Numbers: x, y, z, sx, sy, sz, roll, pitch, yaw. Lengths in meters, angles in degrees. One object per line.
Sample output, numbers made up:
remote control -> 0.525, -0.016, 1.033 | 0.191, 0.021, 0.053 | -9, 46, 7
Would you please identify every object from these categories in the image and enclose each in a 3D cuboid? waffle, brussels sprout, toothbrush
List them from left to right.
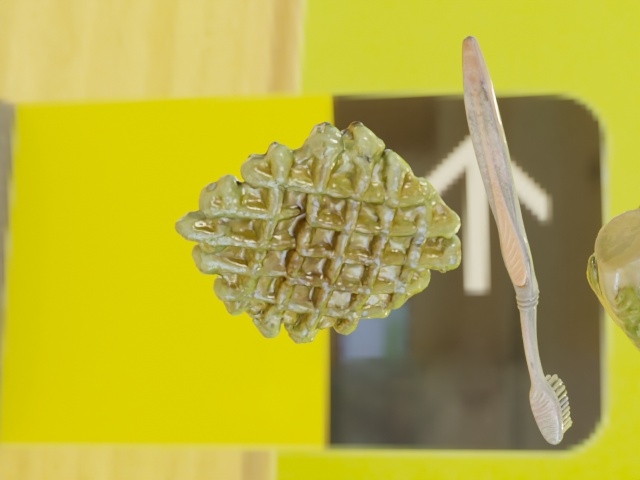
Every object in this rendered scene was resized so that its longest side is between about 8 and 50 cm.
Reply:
waffle -> 0.000, 0.000, 1.269 | 0.183, 0.169, 0.036 | 46, 21, -39
toothbrush -> 0.166, 0.005, 1.608 | 0.037, 0.028, 0.375 | -36, 118, -46
brussels sprout -> 0.309, 0.032, 1.604 | 0.117, 0.155, 0.155 | -121, -169, -52
